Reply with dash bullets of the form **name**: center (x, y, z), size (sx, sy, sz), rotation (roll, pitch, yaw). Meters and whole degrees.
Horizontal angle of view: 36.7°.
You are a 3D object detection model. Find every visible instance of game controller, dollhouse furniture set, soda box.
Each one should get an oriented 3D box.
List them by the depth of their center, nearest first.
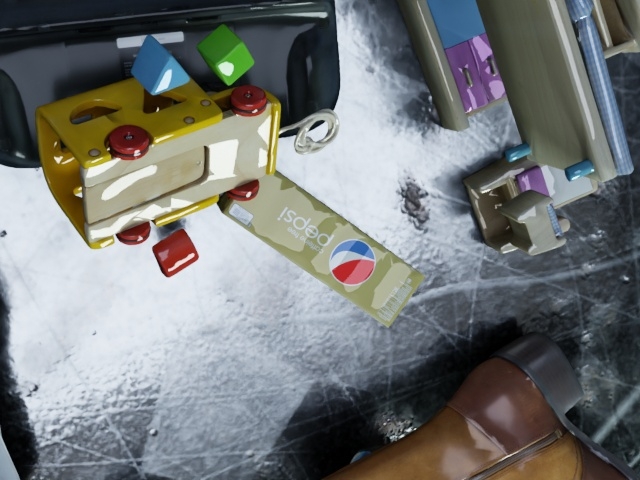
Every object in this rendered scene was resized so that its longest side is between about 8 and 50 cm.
- **dollhouse furniture set**: center (0.221, -0.132, 0.743), size (0.198, 0.303, 0.287), rotation (-23, 104, -5)
- **game controller**: center (-0.140, -0.154, 0.802), size (0.319, 0.067, 0.167), rotation (-8, 116, -9)
- **soda box**: center (0.000, 0.000, 0.847), size (0.181, 0.061, 0.058), rotation (36, 91, -14)

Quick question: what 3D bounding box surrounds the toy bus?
- **toy bus**: center (-0.117, -0.081, 0.741), size (0.191, 0.104, 0.202), rotation (-49, 149, 9)

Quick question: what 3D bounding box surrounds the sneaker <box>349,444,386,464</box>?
- **sneaker**: center (0.064, 0.270, 0.902), size (0.063, 0.073, 0.162), rotation (-7, 101, -9)

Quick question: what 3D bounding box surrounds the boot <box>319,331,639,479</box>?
- **boot**: center (0.155, 0.260, 0.866), size (0.280, 0.096, 0.264), rotation (-33, 104, -22)

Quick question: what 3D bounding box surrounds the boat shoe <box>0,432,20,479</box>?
- **boat shoe**: center (-0.315, 0.132, 0.797), size (0.095, 0.084, 0.258), rotation (-14, 105, -33)
